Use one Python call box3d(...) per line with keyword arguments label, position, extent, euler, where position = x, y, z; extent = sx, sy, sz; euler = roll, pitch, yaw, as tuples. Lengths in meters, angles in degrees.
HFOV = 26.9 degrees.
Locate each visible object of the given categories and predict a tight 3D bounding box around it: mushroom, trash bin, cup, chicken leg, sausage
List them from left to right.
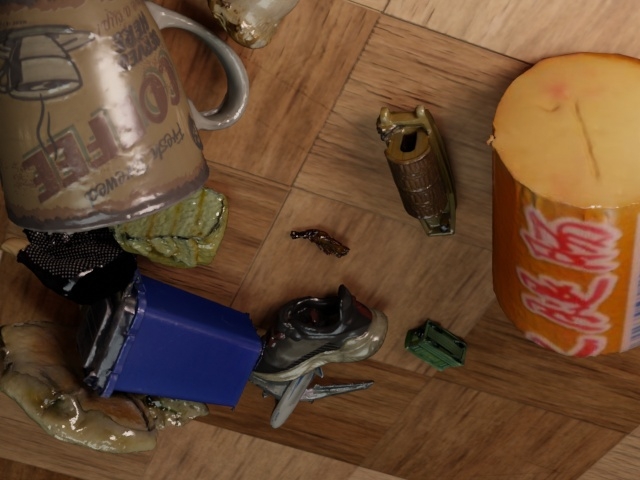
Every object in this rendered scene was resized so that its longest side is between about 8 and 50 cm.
box3d(label="cup", position=(-0.219, -0.175, 1.461), extent=(0.301, 0.227, 0.257), euler=(-19, 116, -25))
box3d(label="trash bin", position=(-0.209, 0.134, 1.889), extent=(0.235, 0.162, 0.184), euler=(17, 109, -23))
box3d(label="mushroom", position=(-0.042, -0.285, 1.390), extent=(0.084, 0.071, 0.209), euler=(47, 134, 0))
box3d(label="chicken leg", position=(0.002, 0.000, 1.789), extent=(0.083, 0.021, 0.036), euler=(22, 151, -15))
box3d(label="sausage", position=(0.306, -0.034, 1.507), extent=(0.233, 0.233, 0.287), euler=(2, 144, 9))

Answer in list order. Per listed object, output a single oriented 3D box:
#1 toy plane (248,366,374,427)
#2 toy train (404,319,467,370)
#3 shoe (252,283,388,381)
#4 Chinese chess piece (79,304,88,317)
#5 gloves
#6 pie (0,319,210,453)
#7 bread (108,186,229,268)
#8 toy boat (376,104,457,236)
box3d(label="toy plane", position=(-0.037, 0.228, 2.067), extent=(0.226, 0.058, 0.226), euler=(9, 149, -19))
box3d(label="toy train", position=(0.167, 0.154, 1.944), extent=(0.093, 0.038, 0.056), euler=(33, 143, -29))
box3d(label="shoe", position=(-0.019, 0.125, 1.907), extent=(0.228, 0.099, 0.112), euler=(-14, 130, 23))
box3d(label="Chinese chess piece", position=(-0.314, 0.096, 1.976), extent=(0.084, 0.034, 0.084), euler=(4, 143, 3))
box3d(label="gloves", position=(-0.341, 0.001, 1.785), extent=(0.129, 0.181, 0.106), euler=(-44, 150, -3))
box3d(label="pie", position=(-0.329, 0.210, 1.951), extent=(0.338, 0.337, 0.075), euler=(21, 103, -15))
box3d(label="bread", position=(-0.195, -0.016, 1.759), extent=(0.156, 0.103, 0.110), euler=(8, 155, 10))
box3d(label="toy boat", position=(0.121, -0.077, 1.608), extent=(0.068, 0.088, 0.226), euler=(-4, 140, 17))
